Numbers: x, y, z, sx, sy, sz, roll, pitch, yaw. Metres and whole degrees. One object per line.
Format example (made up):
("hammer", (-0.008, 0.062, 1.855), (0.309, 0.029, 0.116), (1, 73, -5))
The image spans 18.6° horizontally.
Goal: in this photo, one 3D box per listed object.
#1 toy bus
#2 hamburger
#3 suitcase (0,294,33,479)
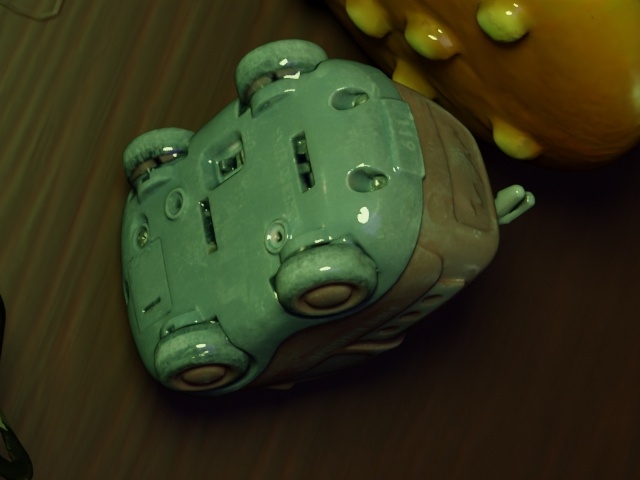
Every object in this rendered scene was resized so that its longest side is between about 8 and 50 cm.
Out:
("toy bus", (0.000, 0.000, 1.464), (0.232, 0.294, 0.197), (13, 53, -42))
("hamburger", (0.141, -0.248, 1.456), (0.277, 0.396, 0.395), (-45, 104, -15))
("suitcase", (-0.326, 0.052, 1.293), (0.194, 0.351, 0.339), (-33, 102, -1))
